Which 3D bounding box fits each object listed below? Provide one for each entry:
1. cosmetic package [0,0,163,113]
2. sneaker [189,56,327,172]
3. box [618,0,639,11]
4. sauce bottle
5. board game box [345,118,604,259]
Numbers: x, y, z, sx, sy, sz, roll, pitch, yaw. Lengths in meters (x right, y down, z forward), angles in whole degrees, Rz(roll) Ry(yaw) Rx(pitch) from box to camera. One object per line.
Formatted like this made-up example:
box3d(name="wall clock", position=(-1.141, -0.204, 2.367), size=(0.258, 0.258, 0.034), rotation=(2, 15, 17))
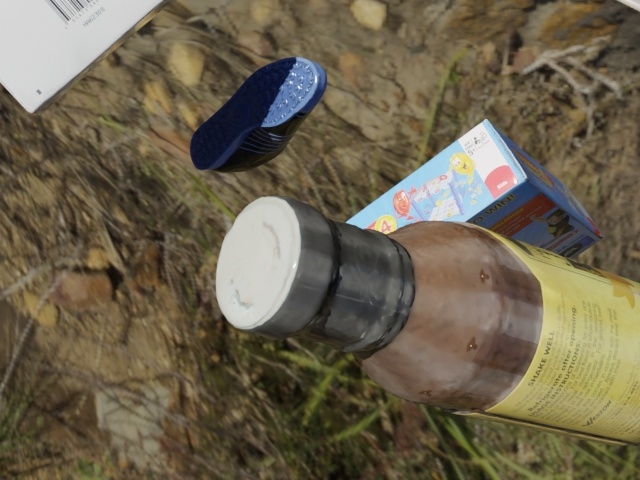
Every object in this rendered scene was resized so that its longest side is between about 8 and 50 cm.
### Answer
box3d(name="cosmetic package", position=(-0.272, -0.257, 1.195), size=(0.224, 0.224, 0.138), rotation=(-42, 101, -6))
box3d(name="sneaker", position=(-0.062, -0.154, 1.374), size=(0.090, 0.232, 0.081), rotation=(-1, 69, -48))
box3d(name="box", position=(0.197, -0.143, 0.447), size=(0.311, 0.121, 0.148), rotation=(-8, 128, -63))
box3d(name="sauce bottle", position=(0.098, 0.050, 0.645), size=(0.344, 0.111, 0.111), rotation=(18, 95, -39))
box3d(name="board game box", position=(0.152, 0.019, 1.329), size=(0.308, 0.086, 0.302), rotation=(-36, 152, 17))
